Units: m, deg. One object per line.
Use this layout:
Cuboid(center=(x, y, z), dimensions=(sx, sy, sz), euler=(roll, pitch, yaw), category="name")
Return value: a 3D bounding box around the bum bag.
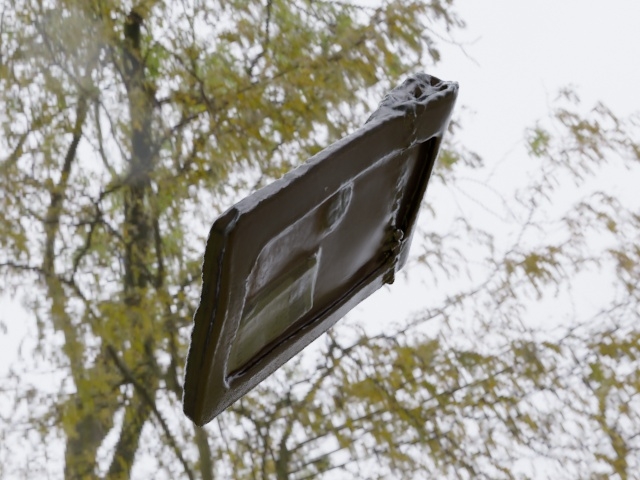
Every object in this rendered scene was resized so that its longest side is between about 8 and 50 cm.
Cuboid(center=(0.000, 0.000, 0.395), dimensions=(0.159, 0.026, 0.109), euler=(-35, -32, -45), category="bum bag")
